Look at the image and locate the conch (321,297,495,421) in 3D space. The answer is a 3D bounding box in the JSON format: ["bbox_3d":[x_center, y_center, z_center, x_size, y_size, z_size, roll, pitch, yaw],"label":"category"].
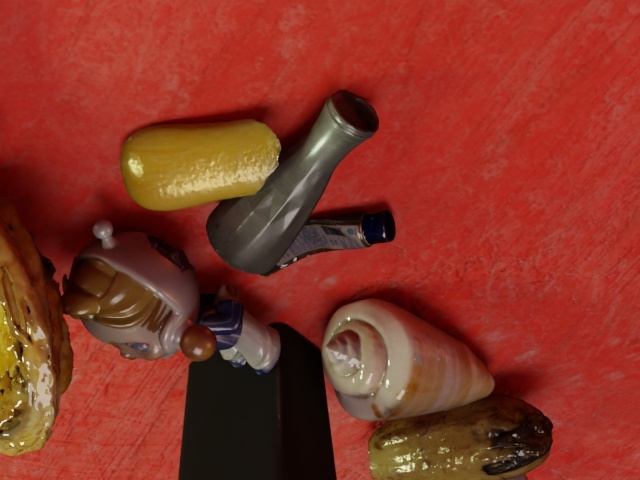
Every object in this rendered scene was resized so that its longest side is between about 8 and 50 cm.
[{"bbox_3d":[0.100,0.160,1.841,0.255,0.127,0.158,22,134,-29],"label":"conch"}]

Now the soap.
[{"bbox_3d":[-0.116,-0.074,1.583,0.168,0.033,0.089,-3,113,12],"label":"soap"}]

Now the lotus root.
[{"bbox_3d":[0.171,0.246,1.975,0.258,0.097,0.110,-11,99,29],"label":"lotus root"}]

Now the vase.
[{"bbox_3d":[-0.025,-0.061,1.601,0.086,0.086,0.214,21,130,-27],"label":"vase"}]

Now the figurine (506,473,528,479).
[{"bbox_3d":[0.229,0.289,2.063,0.101,0.068,0.143,10,126,-9],"label":"figurine"}]

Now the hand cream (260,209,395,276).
[{"bbox_3d":[0.000,0.000,1.713,0.163,0.039,0.062,-13,142,20],"label":"hand cream"}]

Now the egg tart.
[{"bbox_3d":[-0.332,0.079,1.645,0.107,0.291,0.291,-17,154,-40],"label":"egg tart"}]

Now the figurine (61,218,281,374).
[{"bbox_3d":[-0.149,0.077,1.720,0.274,0.133,0.194,23,177,-24],"label":"figurine"}]

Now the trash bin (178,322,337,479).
[{"bbox_3d":[-0.074,0.227,1.831,0.165,0.226,0.115,-27,136,27],"label":"trash bin"}]
